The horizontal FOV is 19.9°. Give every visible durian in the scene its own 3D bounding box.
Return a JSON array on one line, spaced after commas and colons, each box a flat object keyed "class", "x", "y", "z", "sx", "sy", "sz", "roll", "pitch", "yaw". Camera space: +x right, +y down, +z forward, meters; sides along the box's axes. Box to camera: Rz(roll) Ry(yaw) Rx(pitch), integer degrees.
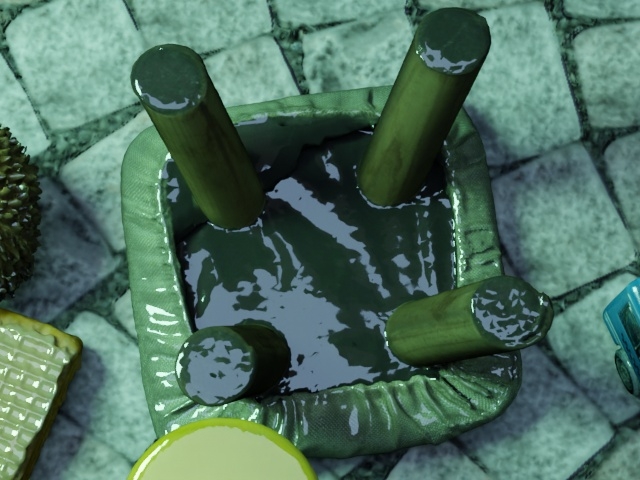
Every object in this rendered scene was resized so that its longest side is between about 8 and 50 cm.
[{"class": "durian", "x": -0.308, "y": -0.027, "z": 1.422, "sx": 0.196, "sy": 0.196, "sz": 0.167, "roll": -21, "pitch": 74, "yaw": -7}]

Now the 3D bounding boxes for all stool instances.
[{"class": "stool", "x": 0.000, "y": 0.000, "z": 1.404, "sx": 0.310, "sy": 0.226, "sz": 0.310, "roll": -9, "pitch": 73, "yaw": -4}]

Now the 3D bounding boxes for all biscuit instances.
[{"class": "biscuit", "x": -0.295, "y": 0.233, "z": 1.419, "sx": 0.094, "sy": 0.054, "sz": 0.378, "roll": 20, "pitch": 75, "yaw": 4}]

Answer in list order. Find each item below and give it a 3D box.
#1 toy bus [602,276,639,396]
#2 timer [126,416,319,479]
[{"class": "toy bus", "x": 0.321, "y": 0.133, "z": 1.416, "sx": 0.113, "sy": 0.134, "sz": 0.246, "roll": -21, "pitch": 74, "yaw": -6}, {"class": "timer", "x": -0.177, "y": 0.315, "z": 1.250, "sx": 0.376, "sy": 0.376, "sz": 0.387, "roll": -2, "pitch": 79, "yaw": -1}]
